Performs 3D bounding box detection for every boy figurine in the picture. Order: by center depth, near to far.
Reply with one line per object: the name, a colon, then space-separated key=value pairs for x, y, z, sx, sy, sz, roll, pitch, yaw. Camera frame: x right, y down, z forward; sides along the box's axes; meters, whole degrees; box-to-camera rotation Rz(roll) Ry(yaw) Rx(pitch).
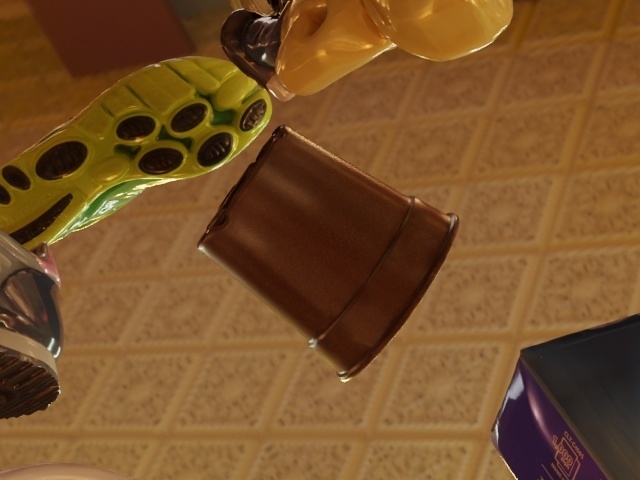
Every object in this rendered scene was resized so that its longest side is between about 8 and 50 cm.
boy figurine: x=0.034 y=-0.172 z=0.969 sx=0.177 sy=0.092 sz=0.285 roll=-55 pitch=-156 yaw=-17

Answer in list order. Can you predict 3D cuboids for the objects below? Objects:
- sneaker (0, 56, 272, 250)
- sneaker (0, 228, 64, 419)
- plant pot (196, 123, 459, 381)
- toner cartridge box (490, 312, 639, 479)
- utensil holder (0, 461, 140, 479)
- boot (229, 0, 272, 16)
sneaker: x=-0.186 y=-0.083 z=1.256 sx=0.295 sy=0.109 sz=0.123 roll=-26 pitch=-169 yaw=5
sneaker: x=-0.283 y=-0.008 z=0.847 sx=0.112 sy=0.319 sz=0.131 roll=-22 pitch=-132 yaw=24
plant pot: x=0.000 y=0.000 z=1.136 sx=0.167 sy=0.165 sz=0.167 roll=-53 pitch=-173 yaw=9
toner cartridge box: x=0.238 y=0.175 z=0.631 sx=0.165 sy=0.075 sz=0.348 roll=-15 pitch=-130 yaw=-23
utensil holder: x=-0.293 y=0.372 z=1.187 sx=0.385 sy=0.327 sz=0.328 roll=-23 pitch=-154 yaw=54
boot: x=0.007 y=-0.304 z=1.389 sx=0.165 sy=0.077 sz=0.213 roll=-4 pitch=-137 yaw=33
